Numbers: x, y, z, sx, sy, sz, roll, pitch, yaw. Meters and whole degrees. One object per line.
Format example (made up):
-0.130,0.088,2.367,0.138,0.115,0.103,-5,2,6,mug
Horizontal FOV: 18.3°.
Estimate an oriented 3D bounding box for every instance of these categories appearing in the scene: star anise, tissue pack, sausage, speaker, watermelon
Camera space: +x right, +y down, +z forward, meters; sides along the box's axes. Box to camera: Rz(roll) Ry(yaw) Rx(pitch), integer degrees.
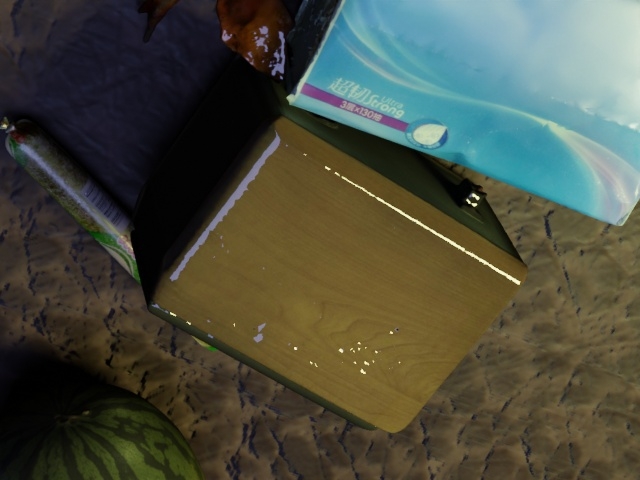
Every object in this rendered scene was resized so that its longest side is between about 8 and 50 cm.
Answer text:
-0.094,-0.187,1.384,0.144,0.158,0.140,-10,133,21,star anise
0.130,-0.150,1.390,0.263,0.146,0.198,21,118,-13,tissue pack
-0.154,-0.002,1.542,0.033,0.033,0.269,-34,116,18,sausage
0.000,0.000,1.453,0.231,0.153,0.192,30,107,-23,speaker
-0.188,0.220,1.577,0.212,0.212,0.212,0,122,-1,watermelon
